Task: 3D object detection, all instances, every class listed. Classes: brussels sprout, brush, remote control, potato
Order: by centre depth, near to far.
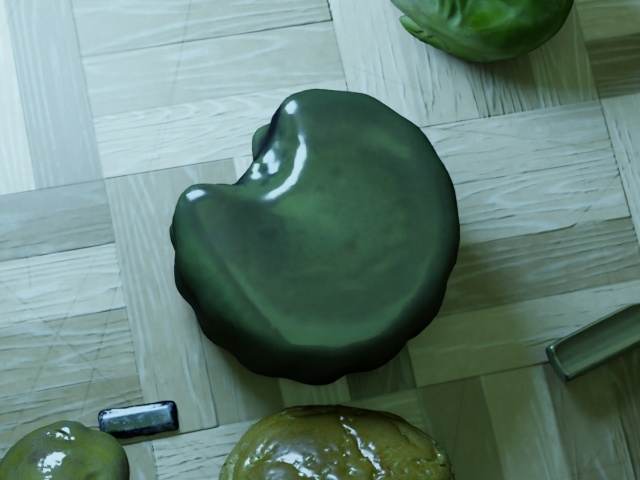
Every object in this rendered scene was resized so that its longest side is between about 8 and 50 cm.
[{"bbox_3d":[-0.302,0.305,1.609,0.155,0.137,0.200,24,71,-33],"label":"potato"},{"bbox_3d":[-0.219,0.217,1.702,0.096,0.014,0.039,-7,77,-8],"label":"remote control"},{"bbox_3d":[0.406,0.104,1.798,0.282,0.048,0.054,-24,82,-20],"label":"brush"},{"bbox_3d":[0.206,-0.340,1.810,0.244,0.244,0.244,2,75,-7],"label":"brussels sprout"}]

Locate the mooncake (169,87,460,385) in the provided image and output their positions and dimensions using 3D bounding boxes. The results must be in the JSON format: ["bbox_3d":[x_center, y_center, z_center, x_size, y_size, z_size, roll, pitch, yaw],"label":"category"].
[{"bbox_3d":[0.000,0.000,1.700,0.351,0.187,0.351,2,71,-6],"label":"mooncake"}]

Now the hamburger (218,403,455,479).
[{"bbox_3d":[0.023,0.285,1.631,0.309,0.132,0.211,1,40,-6],"label":"hamburger"}]
